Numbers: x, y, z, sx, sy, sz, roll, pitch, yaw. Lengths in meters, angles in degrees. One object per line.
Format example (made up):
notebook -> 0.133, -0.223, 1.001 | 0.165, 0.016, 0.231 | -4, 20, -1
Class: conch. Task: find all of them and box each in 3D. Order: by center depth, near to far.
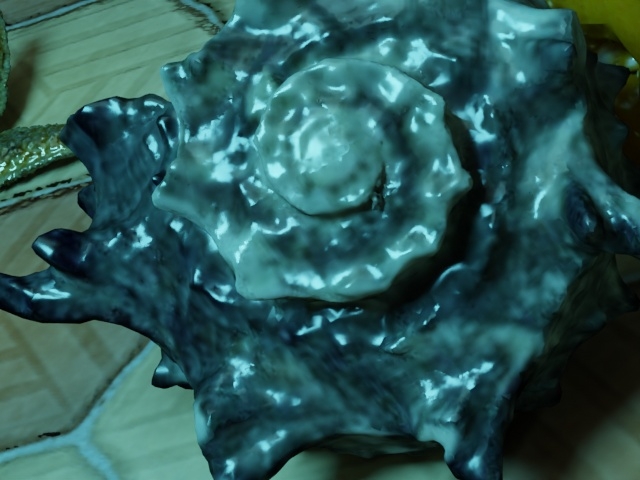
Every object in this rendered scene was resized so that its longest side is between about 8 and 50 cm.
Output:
conch -> 0.000, -0.013, 0.764 | 0.313, 0.241, 0.186 | -12, 22, 38

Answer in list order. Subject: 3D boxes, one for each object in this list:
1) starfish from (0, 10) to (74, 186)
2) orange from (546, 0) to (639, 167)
starfish -> -0.274, -0.055, 1.139 | 0.295, 0.048, 0.231 | -23, 46, 5
orange -> 0.187, -0.128, 0.797 | 0.182, 0.234, 0.234 | -44, 39, -13
